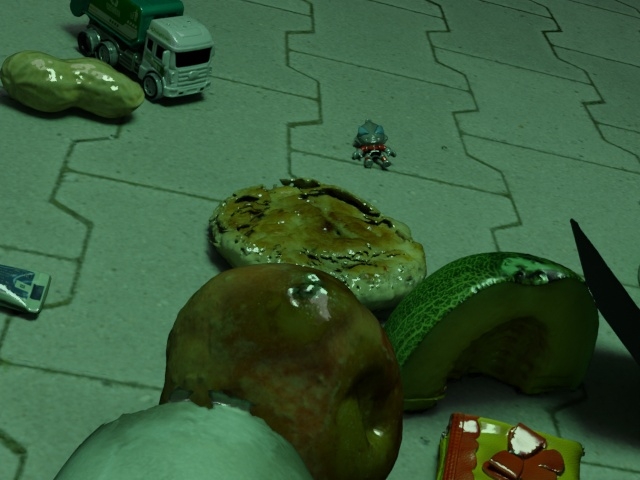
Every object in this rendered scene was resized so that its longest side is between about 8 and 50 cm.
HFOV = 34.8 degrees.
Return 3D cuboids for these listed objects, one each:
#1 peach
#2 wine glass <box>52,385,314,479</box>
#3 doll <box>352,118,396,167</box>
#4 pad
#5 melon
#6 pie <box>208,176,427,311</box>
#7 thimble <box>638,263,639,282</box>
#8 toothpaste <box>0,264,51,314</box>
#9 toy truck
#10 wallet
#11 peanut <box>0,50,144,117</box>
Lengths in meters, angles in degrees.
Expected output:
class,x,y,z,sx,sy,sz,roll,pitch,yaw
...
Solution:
class,x,y,z,sx,sy,sz,roll,pitch,yaw
peach,-0.034,0.124,0.832,0.214,0.236,0.214,4,35,-3
wine glass,-0.088,0.262,0.590,0.237,0.238,0.323,10,37,-13
doll,0.074,-0.147,1.494,0.057,0.039,0.114,-24,41,13
pad,0.348,0.104,1.112,0.267,0.004,0.181,50,23,-21
melon,0.169,0.072,1.071,0.265,0.169,0.129,0,35,-28
pie,0.000,0.000,1.213,0.274,0.055,0.274,11,27,-6
thimble,0.572,0.030,1.355,0.270,0.150,0.271,13,32,-8
toothpaste,-0.366,0.031,1.000,0.197,0.035,0.057,14,40,-10
toy truck,-0.264,-0.307,1.502,0.253,0.124,0.114,35,38,30
wallet,0.161,0.246,0.893,0.141,0.067,0.241,17,32,3
peanut,-0.326,-0.204,1.350,0.187,0.082,0.082,4,34,-23
